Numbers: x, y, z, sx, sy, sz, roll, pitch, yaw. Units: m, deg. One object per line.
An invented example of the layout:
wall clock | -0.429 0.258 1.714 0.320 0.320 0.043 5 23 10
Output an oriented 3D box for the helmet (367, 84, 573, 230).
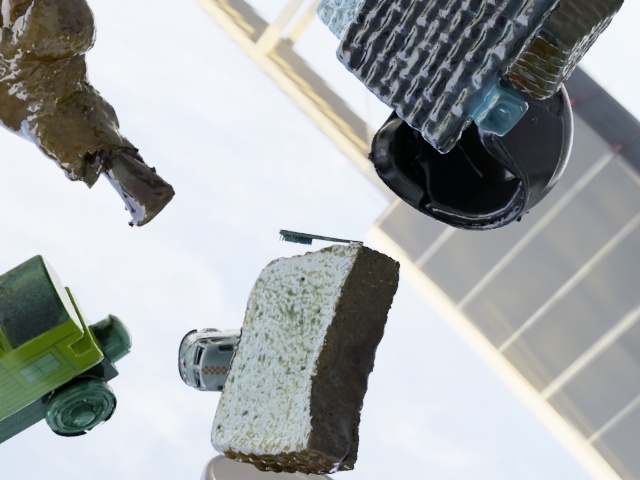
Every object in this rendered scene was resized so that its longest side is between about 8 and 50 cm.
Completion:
helmet | 0.169 -0.118 1.285 0.193 0.189 0.215 -10 -92 -45

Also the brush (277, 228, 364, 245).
brush | 0.000 0.000 1.172 0.084 0.013 0.016 7 175 -6

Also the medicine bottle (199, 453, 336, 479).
medicine bottle | -0.097 0.471 1.627 0.256 0.324 0.256 14 -169 -3

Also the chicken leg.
chicken leg | -0.331 -0.194 1.519 0.409 0.295 0.182 47 -133 9

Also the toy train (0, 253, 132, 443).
toy train | -0.481 0.201 1.659 0.179 0.442 0.272 57 176 38

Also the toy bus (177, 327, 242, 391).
toy bus | -0.088 0.160 1.609 0.194 0.087 0.089 1 -173 -17

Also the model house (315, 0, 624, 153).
model house | 0.171 -0.208 1.013 0.226 0.261 0.241 23 -157 -26

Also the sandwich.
sandwich | -0.015 0.113 1.163 0.065 0.186 0.214 28 -112 -31
